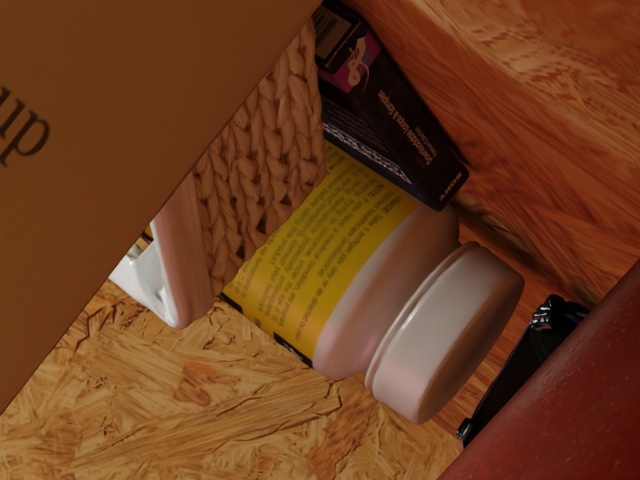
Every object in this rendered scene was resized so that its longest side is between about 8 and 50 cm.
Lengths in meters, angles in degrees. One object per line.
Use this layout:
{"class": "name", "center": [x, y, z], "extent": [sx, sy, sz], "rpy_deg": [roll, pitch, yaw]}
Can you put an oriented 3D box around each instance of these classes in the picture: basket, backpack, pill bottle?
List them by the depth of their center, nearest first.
{"class": "basket", "center": [-0.068, -0.066, 0.794], "extent": [0.113, 0.103, 0.167], "rpy_deg": [37, 156, 26]}
{"class": "backpack", "center": [0.148, 0.098, 1.041], "extent": [0.114, 0.105, 0.084], "rpy_deg": [36, -163, 16]}
{"class": "pill bottle", "center": [0.000, 0.000, 1.076], "extent": [0.208, 0.119, 0.119], "rpy_deg": [37, 175, 15]}

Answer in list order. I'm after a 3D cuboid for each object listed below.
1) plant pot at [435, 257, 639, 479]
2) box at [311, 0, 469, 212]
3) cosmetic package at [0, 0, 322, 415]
{"class": "plant pot", "center": [0.123, 0.132, 0.542], "extent": [0.272, 0.265, 0.272], "rpy_deg": [38, 175, 4]}
{"class": "box", "center": [-0.003, -0.079, 0.895], "extent": [0.116, 0.029, 0.162], "rpy_deg": [35, 175, 30]}
{"class": "cosmetic package", "center": [-0.121, -0.042, 0.441], "extent": [0.113, 0.309, 0.160], "rpy_deg": [35, 175, 38]}
